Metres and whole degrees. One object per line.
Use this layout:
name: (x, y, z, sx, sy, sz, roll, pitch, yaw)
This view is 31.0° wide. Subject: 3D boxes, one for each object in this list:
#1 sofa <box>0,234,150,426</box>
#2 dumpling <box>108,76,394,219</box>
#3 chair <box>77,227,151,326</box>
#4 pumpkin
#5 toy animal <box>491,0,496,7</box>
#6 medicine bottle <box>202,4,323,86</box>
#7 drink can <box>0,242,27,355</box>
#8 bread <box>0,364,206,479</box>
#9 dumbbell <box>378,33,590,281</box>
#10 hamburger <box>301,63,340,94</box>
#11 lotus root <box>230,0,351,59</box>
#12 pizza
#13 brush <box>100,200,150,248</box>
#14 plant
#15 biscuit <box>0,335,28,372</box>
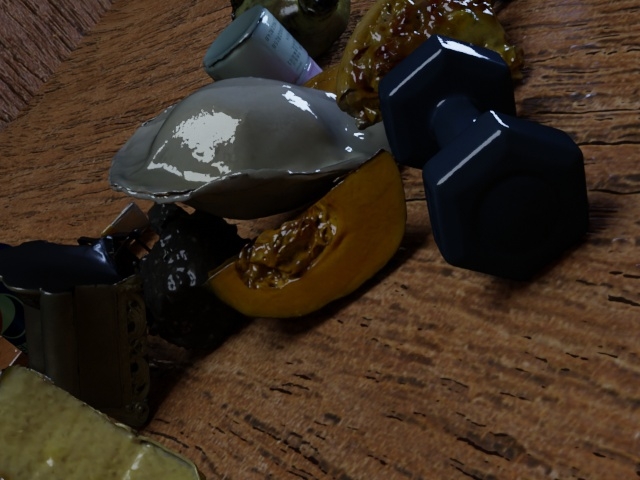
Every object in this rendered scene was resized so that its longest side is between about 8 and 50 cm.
sofa: (-0.326, 0.117, 1.458, 0.182, 0.200, 0.258, -7, 17, -19)
dumpling: (-0.080, -0.100, 1.412, 0.260, 0.341, 0.181, -85, 15, -67)
chair: (-0.310, 0.056, 1.711, 0.229, 0.106, 0.113, -10, 40, 55)
pumpkin: (0.005, 0.001, 1.325, 0.278, 0.111, 0.163, -37, 7, 17)
toy animal: (0.232, -0.365, 1.530, 0.137, 0.098, 0.098, -62, 20, 17)
medicine bottle: (-0.078, -0.251, 1.741, 0.135, 0.168, 0.135, -37, 25, 20)
drink can: (-0.454, 0.095, 1.756, 0.118, 0.205, 0.118, -36, 26, 21)
bread: (-0.275, 0.280, 1.140, 0.198, 0.236, 0.263, -14, 39, 50)
dumbbell: (0.153, -0.092, 1.156, 0.160, 0.144, 0.325, -42, 25, 13)
hamburger: (0.004, -0.174, 1.596, 0.147, 0.083, 0.138, -18, 41, 52)
lotus root: (-0.043, -0.370, 1.897, 0.173, 0.173, 0.309, -51, 24, -11)
pizza: (0.145, -0.241, 1.378, 0.228, 0.081, 0.289, 29, 67, 28)
brush: (-0.383, 0.049, 1.862, 0.272, 0.013, 0.103, -45, -18, -7)
plant: (-0.160, 0.034, 1.464, 0.131, 0.142, 0.203, -49, 23, 34)
biscuit: (-0.519, 0.165, 1.945, 0.284, 0.043, 0.306, -34, 27, 23)
